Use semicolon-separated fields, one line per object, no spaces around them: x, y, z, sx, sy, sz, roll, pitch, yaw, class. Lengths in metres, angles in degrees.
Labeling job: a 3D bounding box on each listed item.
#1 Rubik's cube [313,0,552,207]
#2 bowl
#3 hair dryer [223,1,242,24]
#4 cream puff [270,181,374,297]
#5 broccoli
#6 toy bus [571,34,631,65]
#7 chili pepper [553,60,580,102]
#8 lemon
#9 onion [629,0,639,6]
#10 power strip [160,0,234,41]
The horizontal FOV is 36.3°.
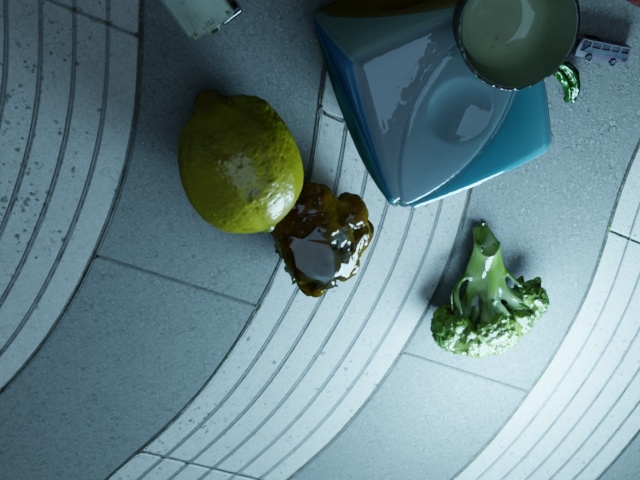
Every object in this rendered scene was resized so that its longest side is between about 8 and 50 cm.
0.211;-0.309;1.876;0.352;0.347;0.351;-20;120;-3;Rubik's cube
0.308;-0.363;1.612;0.212;0.112;0.211;-5;114;-12;bowl
-0.193;-0.463;1.892;0.047;0.026;0.083;-35;118;9;hair dryer
0.000;0.000;2.136;0.241;0.155;0.268;7;117;-17;cream puff
0.418;0.153;2.302;0.254;0.186;0.302;19;120;-14;broccoli
0.600;-0.407;2.090;0.131;0.037;0.052;7;117;-17;toy bus
0.500;-0.359;2.091;0.182;0.050;0.073;27;104;-28;chili pepper
-0.164;-0.155;1.955;0.245;0.245;0.319;-22;113;1;lemon
0.657;-0.576;1.882;0.348;0.285;0.347;4;75;-14;onion
-0.297;-0.536;1.800;0.106;0.043;0.367;-32;118;8;power strip
